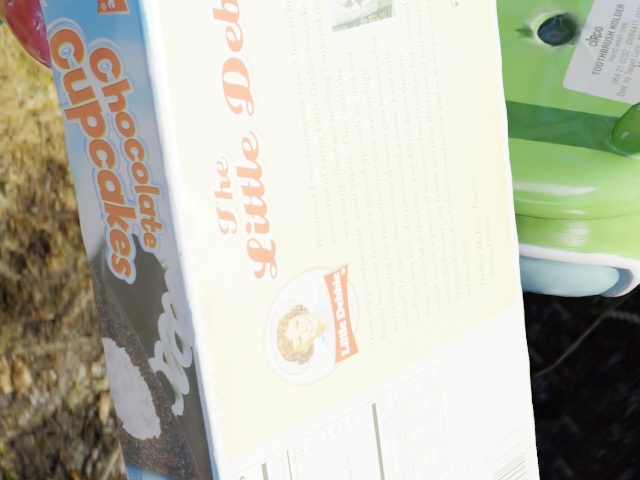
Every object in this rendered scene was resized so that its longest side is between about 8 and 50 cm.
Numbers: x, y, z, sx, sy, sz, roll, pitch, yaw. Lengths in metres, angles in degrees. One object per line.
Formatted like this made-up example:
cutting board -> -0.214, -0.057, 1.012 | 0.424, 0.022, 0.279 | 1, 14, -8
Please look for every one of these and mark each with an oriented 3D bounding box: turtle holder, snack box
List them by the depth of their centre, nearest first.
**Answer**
snack box -> 0.000, 0.000, 0.534 | 0.187, 0.060, 0.322 | -23, 112, -44
turtle holder -> 0.115, -0.073, 0.868 | 0.320, 0.227, 0.243 | -10, 55, 1

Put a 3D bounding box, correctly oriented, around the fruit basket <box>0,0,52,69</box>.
fruit basket -> -0.194, -0.218, 1.013 | 0.165, 0.327, 0.353 | -46, 67, -6
